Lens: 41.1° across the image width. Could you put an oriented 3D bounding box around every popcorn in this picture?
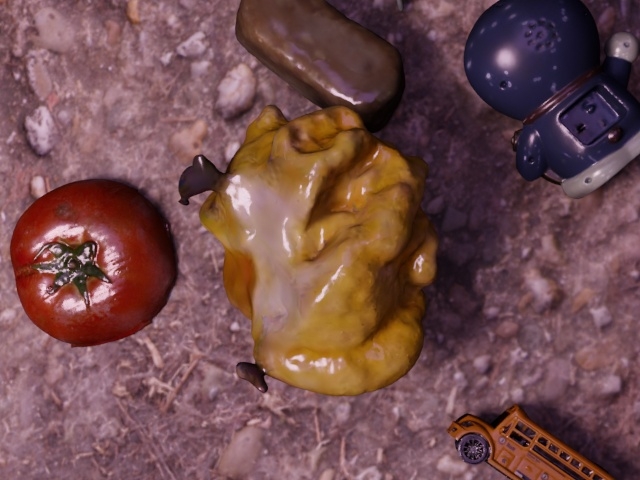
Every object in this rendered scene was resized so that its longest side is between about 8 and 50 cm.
[{"bbox_3d":[0.000,0.000,0.975,0.297,0.281,0.315,19,119,45],"label":"popcorn"}]

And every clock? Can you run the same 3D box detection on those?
[{"bbox_3d":[0.279,-0.183,0.994,0.200,0.146,0.243,-39,87,7],"label":"clock"}]

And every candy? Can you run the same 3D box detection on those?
[{"bbox_3d":[-0.001,-0.233,1.059,0.234,0.104,0.102,36,85,10],"label":"candy"}]

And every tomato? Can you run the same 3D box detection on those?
[{"bbox_3d":[-0.299,0.028,1.087,0.225,0.085,0.224,-1,84,6],"label":"tomato"}]

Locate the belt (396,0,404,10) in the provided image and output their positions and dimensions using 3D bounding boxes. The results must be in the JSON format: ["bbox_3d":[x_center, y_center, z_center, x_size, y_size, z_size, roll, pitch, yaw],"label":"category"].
[{"bbox_3d":[0.085,-0.445,1.087,0.087,0.072,0.302,-5,81,4],"label":"belt"}]

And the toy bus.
[{"bbox_3d":[0.241,0.252,0.976,0.195,0.083,0.088,34,86,9],"label":"toy bus"}]
